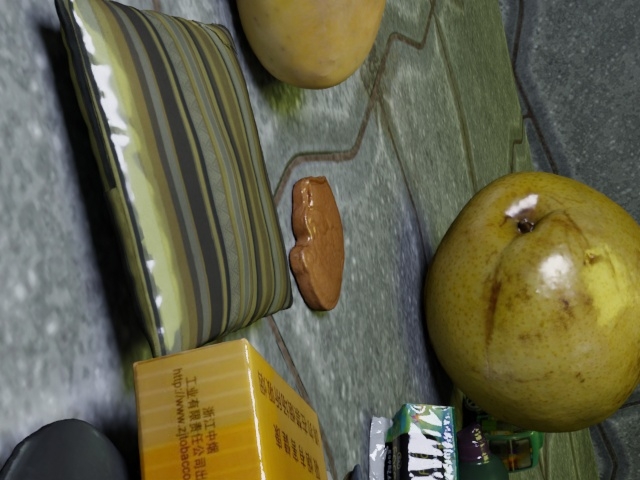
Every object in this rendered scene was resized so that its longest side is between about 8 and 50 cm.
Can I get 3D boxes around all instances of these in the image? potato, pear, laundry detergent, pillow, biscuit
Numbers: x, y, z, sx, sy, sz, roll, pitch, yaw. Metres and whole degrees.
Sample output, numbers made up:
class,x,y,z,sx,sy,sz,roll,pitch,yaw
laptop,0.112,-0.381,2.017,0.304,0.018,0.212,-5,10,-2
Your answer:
class,x,y,z,sx,sy,sz,roll,pitch,yaw
potato,-0.008,-0.240,0.766,0.150,0.146,0.234,0,81,-40
pear,0.273,0.079,1.154,0.314,0.314,0.314,-10,90,-71
laundry detergent,0.200,0.335,1.146,0.144,0.078,0.221,-29,109,-66
pillow,-0.079,-0.041,0.579,0.212,0.052,0.208,-21,98,-73
biscuit,0.000,0.000,0.830,0.102,0.019,0.130,59,27,-48

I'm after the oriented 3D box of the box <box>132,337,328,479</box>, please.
class,x,y,z,sx,sy,sz,roll,pitch,yaw
box,-0.030,0.187,0.472,0.152,0.070,0.237,62,14,-62

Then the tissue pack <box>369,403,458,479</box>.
class,x,y,z,sx,sy,sz,roll,pitch,yaw
tissue pack,0.084,0.220,0.890,0.085,0.079,0.111,111,-17,-60

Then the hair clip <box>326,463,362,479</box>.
class,x,y,z,sx,sy,sz,roll,pitch,yaw
hair clip,0.013,0.222,0.692,0.257,0.075,0.146,69,4,-46

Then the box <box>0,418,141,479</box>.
class,x,y,z,sx,sy,sz,roll,pitch,yaw
box,-0.101,0.198,0.416,0.201,0.042,0.212,-75,150,-50

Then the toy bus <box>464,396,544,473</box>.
class,x,y,z,sx,sy,sz,roll,pitch,yaw
toy bus,0.272,0.222,1.365,0.261,0.109,0.091,-71,152,-52
